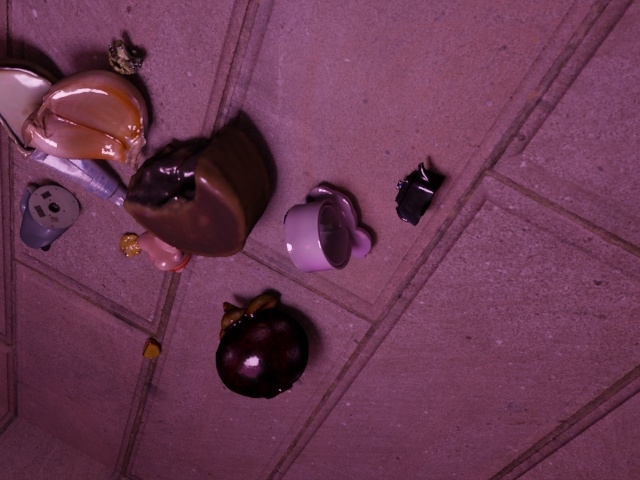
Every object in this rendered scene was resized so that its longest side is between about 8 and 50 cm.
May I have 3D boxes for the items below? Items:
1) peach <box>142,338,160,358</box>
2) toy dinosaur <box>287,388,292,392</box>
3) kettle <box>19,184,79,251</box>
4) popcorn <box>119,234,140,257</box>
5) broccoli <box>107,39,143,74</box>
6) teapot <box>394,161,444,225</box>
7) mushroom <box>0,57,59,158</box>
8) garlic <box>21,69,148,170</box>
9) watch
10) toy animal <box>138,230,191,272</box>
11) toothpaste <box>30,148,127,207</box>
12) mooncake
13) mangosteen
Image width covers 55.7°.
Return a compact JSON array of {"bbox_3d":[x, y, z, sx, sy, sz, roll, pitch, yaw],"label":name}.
[{"bbox_3d":[-0.669,0.420,2.383,0.077,0.050,0.083,-14,132,6],"label":"peach"},{"bbox_3d":[-0.180,0.493,2.160,0.194,0.152,0.177,10,138,26],"label":"toy dinosaur"},{"bbox_3d":[-0.954,-0.088,2.064,0.243,0.160,0.211,-31,90,45],"label":"kettle"},{"bbox_3d":[-0.637,0.020,2.056,0.084,0.084,0.084,13,130,15],"label":"popcorn"},{"bbox_3d":[-0.511,-0.477,1.581,0.095,0.097,0.092,-16,146,2],"label":"broccoli"},{"bbox_3d":[0.235,-0.119,1.520,0.096,0.087,0.177,31,133,9],"label":"teapot"},{"bbox_3d":[-0.838,-0.407,1.768,0.217,0.212,0.292,-25,118,-6],"label":"mushroom"},{"bbox_3d":[-0.630,-0.324,1.655,0.312,0.250,0.286,16,163,-21],"label":"garlic"},{"bbox_3d":[0.000,0.000,1.630,0.210,0.218,0.249,-6,122,29],"label":"watch"},{"bbox_3d":[-0.475,0.003,1.900,0.171,0.171,0.198,29,129,1],"label":"toy animal"},{"bbox_3d":[-0.711,-0.206,1.832,0.114,0.073,0.299,-47,127,3],"label":"toothpaste"},{"bbox_3d":[-0.340,-0.146,1.651,0.393,0.246,0.393,20,140,9],"label":"mooncake"},{"bbox_3d":[-0.202,0.334,1.953,0.307,0.306,0.347,-40,73,41],"label":"mangosteen"}]
